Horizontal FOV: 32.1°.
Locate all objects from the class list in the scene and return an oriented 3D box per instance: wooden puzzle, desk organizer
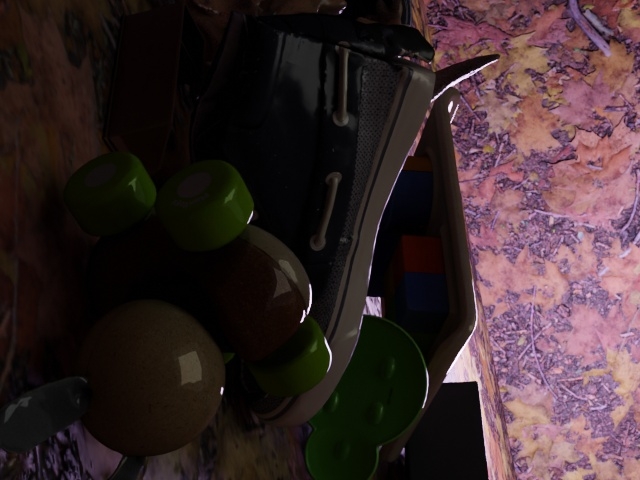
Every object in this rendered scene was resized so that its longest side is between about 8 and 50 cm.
[{"bbox_3d":[0.096,0.043,1.302,0.322,0.081,0.347,107,-12,-55],"label":"wooden puzzle"},{"bbox_3d":[-0.117,-0.111,0.805,0.047,0.050,0.130,63,21,-49],"label":"desk organizer"}]

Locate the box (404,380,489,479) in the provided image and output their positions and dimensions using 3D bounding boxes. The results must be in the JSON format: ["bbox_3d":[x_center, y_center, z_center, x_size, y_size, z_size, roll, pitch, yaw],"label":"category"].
[{"bbox_3d":[0.159,0.334,1.388,0.184,0.103,0.261,87,2,-49],"label":"box"}]

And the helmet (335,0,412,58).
[{"bbox_3d":[0.031,-0.265,1.310,0.169,0.169,0.161,10,85,-76],"label":"helmet"}]

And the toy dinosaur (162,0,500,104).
[{"bbox_3d":[-0.004,-0.151,0.955,0.200,0.296,0.127,-54,161,-70],"label":"toy dinosaur"}]

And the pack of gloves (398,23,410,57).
[{"bbox_3d":[0.040,-0.130,1.177,0.232,0.046,0.195,-17,121,-59],"label":"pack of gloves"}]

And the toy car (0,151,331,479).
[{"bbox_3d":[-0.105,0.068,0.634,0.188,0.149,0.155,-54,135,-32],"label":"toy car"}]

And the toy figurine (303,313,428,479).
[{"bbox_3d":[0.041,0.171,1.139,0.159,0.130,0.173,62,41,-77],"label":"toy figurine"}]

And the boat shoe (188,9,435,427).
[{"bbox_3d":[-0.041,-0.017,0.860,0.127,0.158,0.340,34,-69,55],"label":"boat shoe"}]
